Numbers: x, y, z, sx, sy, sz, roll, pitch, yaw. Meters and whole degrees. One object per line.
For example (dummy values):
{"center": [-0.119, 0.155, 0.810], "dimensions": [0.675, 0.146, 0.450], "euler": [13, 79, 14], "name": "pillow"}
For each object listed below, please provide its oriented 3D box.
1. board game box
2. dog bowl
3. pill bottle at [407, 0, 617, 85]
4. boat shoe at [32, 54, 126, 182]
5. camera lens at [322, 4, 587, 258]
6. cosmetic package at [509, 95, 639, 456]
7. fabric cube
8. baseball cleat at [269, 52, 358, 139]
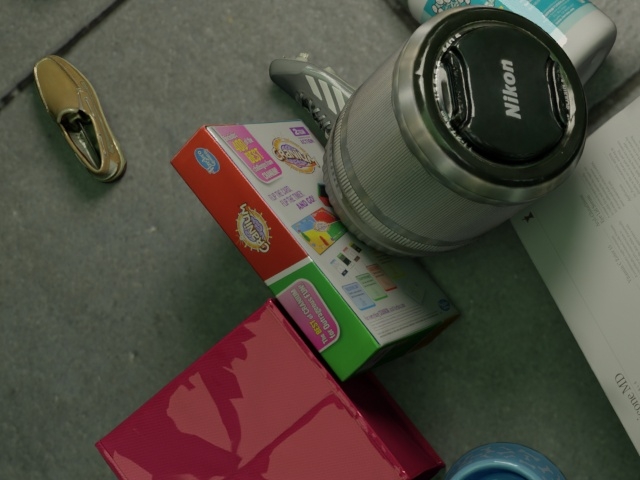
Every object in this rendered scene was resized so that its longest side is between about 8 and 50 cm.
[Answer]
{"center": [0.000, 0.000, 1.710], "dimensions": [0.064, 0.242, 0.316], "euler": [-44, 76, 23], "name": "board game box"}
{"center": [0.168, 0.369, 1.726], "dimensions": [0.166, 0.074, 0.297], "euler": [40, 95, 14], "name": "dog bowl"}
{"center": [0.203, -0.273, 1.732], "dimensions": [0.264, 0.146, 0.146], "euler": [43, 96, 14], "name": "pill bottle"}
{"center": [-0.312, -0.161, 1.890], "dimensions": [0.068, 0.072, 0.190], "euler": [-38, 77, 9], "name": "boat shoe"}
{"center": [0.142, -0.113, 1.622], "dimensions": [0.219, 0.274, 0.219], "euler": [7, 70, -20], "name": "camera lens"}
{"center": [0.394, 0.026, 1.580], "dimensions": [0.284, 0.097, 0.377], "euler": [-39, 51, 20], "name": "cosmetic package"}
{"center": [-0.048, 0.247, 1.699], "dimensions": [0.258, 0.254, 0.259], "euler": [-40, 77, 6], "name": "fabric cube"}
{"center": [0.014, -0.148, 1.799], "dimensions": [0.206, 0.072, 0.109], "euler": [24, 73, 15], "name": "baseball cleat"}
